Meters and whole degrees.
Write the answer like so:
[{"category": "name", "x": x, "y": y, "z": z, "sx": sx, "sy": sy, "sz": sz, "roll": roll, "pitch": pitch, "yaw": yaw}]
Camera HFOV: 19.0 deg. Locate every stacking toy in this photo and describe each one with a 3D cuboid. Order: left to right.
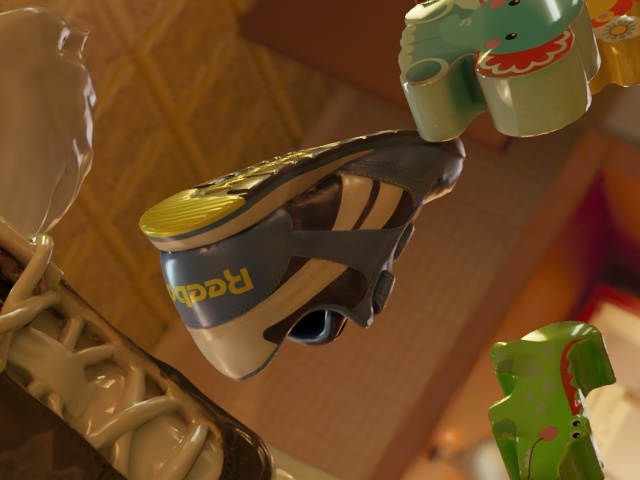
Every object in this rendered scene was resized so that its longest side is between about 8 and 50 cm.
[{"category": "stacking toy", "x": 0.048, "y": -0.065, "z": 0.474, "sx": 0.221, "sy": 0.052, "sz": 0.167, "roll": -82, "pitch": -25, "yaw": -51}]

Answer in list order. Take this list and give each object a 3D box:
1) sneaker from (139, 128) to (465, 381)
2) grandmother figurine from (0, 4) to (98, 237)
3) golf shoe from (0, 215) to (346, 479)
[{"category": "sneaker", "x": 0.000, "y": 0.000, "z": 0.614, "sx": 0.144, "sy": 0.053, "sz": 0.059, "roll": -24, "pitch": -81, "yaw": -49}, {"category": "grandmother figurine", "x": -0.183, "y": -0.142, "z": 0.724, "sx": 0.207, "sy": 0.342, "sz": 0.104, "roll": -26, "pitch": -20, "yaw": -17}, {"category": "golf shoe", "x": -0.067, "y": 0.063, "z": 0.468, "sx": 0.105, "sy": 0.272, "sz": 0.120, "roll": -61, "pitch": -20, "yaw": -55}]
